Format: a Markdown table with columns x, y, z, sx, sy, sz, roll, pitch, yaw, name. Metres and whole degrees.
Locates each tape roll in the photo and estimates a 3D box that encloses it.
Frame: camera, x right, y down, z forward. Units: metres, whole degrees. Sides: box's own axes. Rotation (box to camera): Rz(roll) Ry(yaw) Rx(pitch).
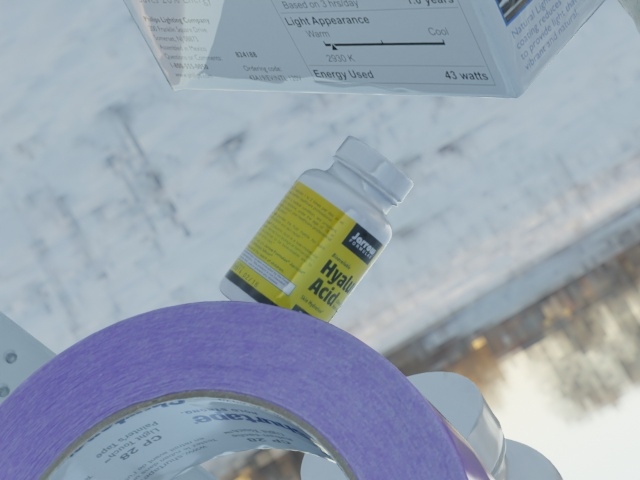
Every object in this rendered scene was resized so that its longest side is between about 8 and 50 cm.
| x | y | z | sx | sy | sz | roll | pitch | yaw | name |
| --- | --- | --- | --- | --- | --- | --- | --- | --- | --- |
| -0.047 | 0.170 | 0.798 | 0.274 | 0.275 | 0.090 | -31 | 151 | 6 | tape roll |

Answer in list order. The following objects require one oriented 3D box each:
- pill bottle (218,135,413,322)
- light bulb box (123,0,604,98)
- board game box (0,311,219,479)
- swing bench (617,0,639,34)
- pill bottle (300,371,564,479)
| x | y | z | sx | sy | sz | roll | pitch | yaw | name |
| --- | --- | --- | --- | --- | --- | --- | --- | --- | --- |
| 0.000 | 0.000 | 1.008 | 0.116 | 0.065 | 0.065 | -54 | 176 | -2 | pill bottle |
| -0.005 | -0.305 | 1.217 | 0.358 | 0.361 | 0.225 | 6 | -136 | 44 | light bulb box |
| -0.257 | 0.293 | 1.346 | 0.390 | 0.390 | 0.050 | -49 | 153 | -15 | board game box |
| 0.382 | -0.172 | 1.431 | 0.254 | 0.253 | 0.165 | -13 | 133 | -7 | swing bench |
| 0.150 | 0.327 | 1.587 | 0.229 | 0.408 | 0.229 | -24 | -156 | 11 | pill bottle |
